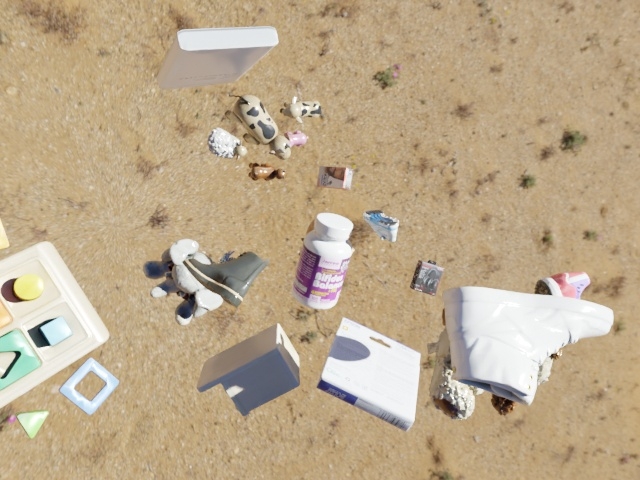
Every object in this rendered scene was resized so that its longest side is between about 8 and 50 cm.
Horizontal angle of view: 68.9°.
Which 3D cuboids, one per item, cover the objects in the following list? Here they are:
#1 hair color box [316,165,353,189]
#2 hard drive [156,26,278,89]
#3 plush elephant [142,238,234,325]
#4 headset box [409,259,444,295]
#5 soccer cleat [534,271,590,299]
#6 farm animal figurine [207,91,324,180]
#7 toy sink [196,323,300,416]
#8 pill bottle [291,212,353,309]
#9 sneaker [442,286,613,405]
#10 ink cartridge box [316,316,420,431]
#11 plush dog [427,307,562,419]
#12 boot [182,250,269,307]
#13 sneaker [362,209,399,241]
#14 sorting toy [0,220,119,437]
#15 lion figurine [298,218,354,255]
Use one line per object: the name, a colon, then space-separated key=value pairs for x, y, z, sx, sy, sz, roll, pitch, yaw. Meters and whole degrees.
hair color box: x=0.062 y=-0.279 z=2.076 sx=0.053 sy=0.167 sz=0.093 roll=7 pitch=92 yaw=-47
hard drive: x=-0.280 y=-0.464 z=1.205 sx=0.232 sy=0.353 sz=0.047 roll=-15 pitch=100 yaw=-25
plush elephant: x=-0.459 y=0.133 z=1.589 sx=0.329 sy=0.255 sz=0.272 roll=-28 pitch=88 yaw=6
headset box: x=0.269 y=0.090 z=1.176 sx=0.062 sy=0.032 sz=0.084 roll=18 pitch=95 yaw=-8
soccer cleat: x=0.642 y=0.181 z=1.276 sx=0.116 sy=0.318 sz=0.109 roll=-19 pitch=57 yaw=4
farm animal figurine: x=-0.150 y=-0.350 z=1.473 sx=0.326 sy=0.172 sz=0.331 roll=30 pitch=87 yaw=-39
toy sink: x=-0.182 y=0.350 z=1.225 sx=0.234 sy=0.153 sz=0.131 roll=-28 pitch=104 yaw=2
pill bottle: x=0.012 y=0.068 z=1.581 sx=0.169 sy=0.169 sz=0.302 roll=3 pitch=117 yaw=-24
sneaker: x=0.333 y=0.174 z=0.740 sx=0.292 sy=0.108 sz=0.169 roll=6 pitch=69 yaw=-9
ink cartridge box: x=0.176 y=0.445 z=1.601 sx=0.323 sy=0.330 sz=0.072 roll=25 pitch=119 yaw=3
plush dog: x=0.369 y=0.244 z=0.980 sx=0.225 sy=0.211 sz=0.263 roll=20 pitch=120 yaw=-6
boot: x=-0.230 y=0.064 z=1.142 sx=0.137 sy=0.197 sz=0.077 roll=-51 pitch=153 yaw=-18
sneaker: x=0.195 y=-0.046 z=1.545 sx=0.071 sy=0.191 sz=0.083 roll=-14 pitch=114 yaw=-15
sorting toy: x=-0.430 y=0.115 z=0.662 sx=0.196 sy=0.047 sz=0.348 roll=-36 pitch=100 yaw=-39
lion figurine: x=0.000 y=0.000 z=1.968 sx=0.142 sy=0.392 sz=0.241 roll=3 pitch=119 yaw=-25
